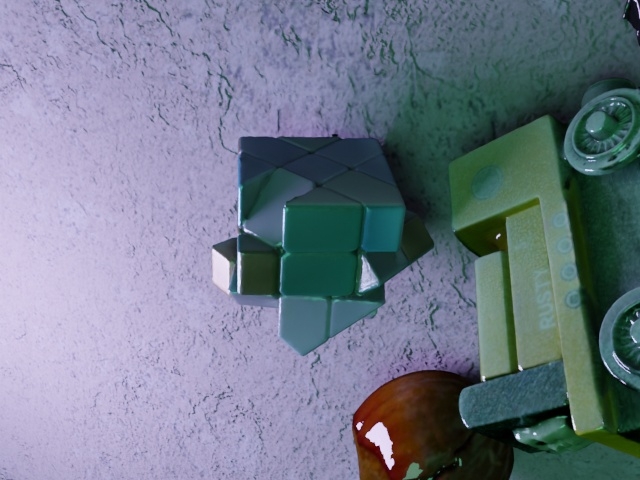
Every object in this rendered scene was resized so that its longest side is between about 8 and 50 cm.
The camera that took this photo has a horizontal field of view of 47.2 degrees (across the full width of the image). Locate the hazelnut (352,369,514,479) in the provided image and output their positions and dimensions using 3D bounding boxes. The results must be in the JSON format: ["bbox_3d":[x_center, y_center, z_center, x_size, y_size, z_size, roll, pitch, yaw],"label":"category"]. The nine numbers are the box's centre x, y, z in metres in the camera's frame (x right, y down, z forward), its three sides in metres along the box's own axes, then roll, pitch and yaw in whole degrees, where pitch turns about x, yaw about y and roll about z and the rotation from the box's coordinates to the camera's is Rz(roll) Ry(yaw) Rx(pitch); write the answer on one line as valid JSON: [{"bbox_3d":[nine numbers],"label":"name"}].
[{"bbox_3d":[0.152,0.283,0.993,0.181,0.181,0.212,-28,92,53],"label":"hazelnut"}]

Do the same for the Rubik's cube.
[{"bbox_3d":[0.000,0.000,0.888,0.265,0.224,0.213,0,121,-5],"label":"Rubik's cube"}]

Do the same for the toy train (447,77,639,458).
[{"bbox_3d":[0.256,0.035,0.708,0.160,0.397,0.253,27,141,-36],"label":"toy train"}]

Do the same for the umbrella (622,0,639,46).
[{"bbox_3d":[0.336,-0.244,0.680,0.118,0.118,0.340,-10,120,29],"label":"umbrella"}]
